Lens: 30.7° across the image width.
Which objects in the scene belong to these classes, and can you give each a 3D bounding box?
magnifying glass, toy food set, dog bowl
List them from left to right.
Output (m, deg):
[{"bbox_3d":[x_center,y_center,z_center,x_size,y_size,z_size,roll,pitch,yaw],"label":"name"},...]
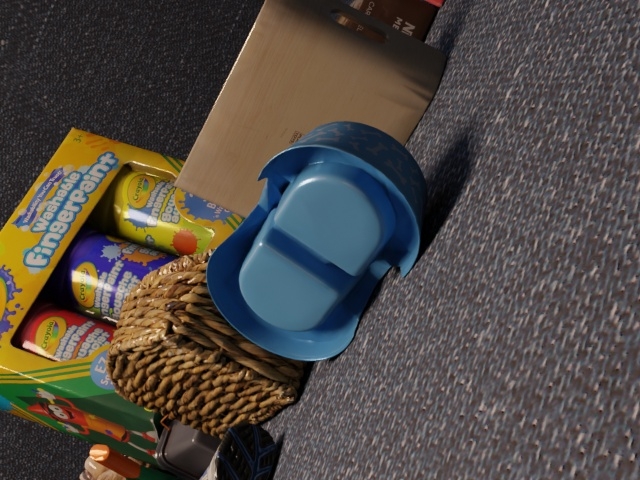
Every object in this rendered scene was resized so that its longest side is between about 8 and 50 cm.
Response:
[{"bbox_3d":[-0.242,0.315,1.572,0.231,0.092,0.026,50,-135,-59],"label":"magnifying glass"},{"bbox_3d":[-0.019,-0.140,1.401,0.306,0.220,0.092,-59,11,31],"label":"toy food set"},{"bbox_3d":[0.000,0.000,1.150,0.297,0.166,0.074,-55,1,46],"label":"dog bowl"}]

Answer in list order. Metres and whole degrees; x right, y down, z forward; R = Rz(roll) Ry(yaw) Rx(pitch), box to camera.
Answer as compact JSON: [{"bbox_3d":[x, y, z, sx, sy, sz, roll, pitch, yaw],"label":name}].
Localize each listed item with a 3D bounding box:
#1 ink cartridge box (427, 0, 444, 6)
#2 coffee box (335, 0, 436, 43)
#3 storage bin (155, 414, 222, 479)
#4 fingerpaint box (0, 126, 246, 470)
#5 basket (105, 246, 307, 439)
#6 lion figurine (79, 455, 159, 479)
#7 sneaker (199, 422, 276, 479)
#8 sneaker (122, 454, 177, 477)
[{"bbox_3d":[0.078,-0.458,1.532,0.197,0.273,0.114,-63,9,14],"label":"ink cartridge box"},{"bbox_3d":[0.060,-0.259,1.645,0.141,0.098,0.246,-66,9,-6],"label":"coffee box"},{"bbox_3d":[-0.157,0.244,1.576,0.091,0.098,0.135,-36,29,50],"label":"storage bin"},{"bbox_3d":[-0.312,0.072,1.788,0.163,0.371,0.444,88,-156,-53],"label":"fingerpaint box"},{"bbox_3d":[-0.128,0.088,1.423,0.299,0.213,0.223,-45,23,63],"label":"basket"},{"bbox_3d":[-0.342,0.413,1.595,0.240,0.142,0.392,-39,2,2],"label":"lion figurine"},{"bbox_3d":[-0.106,0.295,1.225,0.211,0.080,0.081,-60,-2,-41],"label":"sneaker"},{"bbox_3d":[-0.236,0.294,1.898,0.281,0.106,0.162,-62,-2,-19],"label":"sneaker"}]
